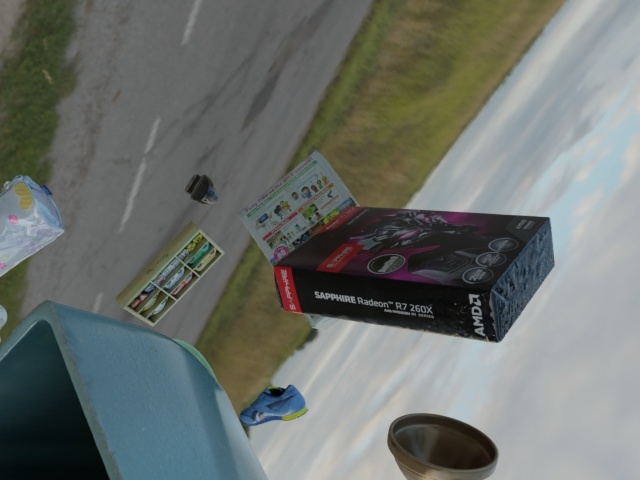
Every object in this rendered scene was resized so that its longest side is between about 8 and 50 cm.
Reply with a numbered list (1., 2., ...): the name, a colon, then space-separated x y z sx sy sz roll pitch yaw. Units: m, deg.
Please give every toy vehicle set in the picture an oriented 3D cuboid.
1. toy vehicle set: -0.372 0.086 2.047 0.267 0.035 0.166 -46 153 -4

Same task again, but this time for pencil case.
1. pencil case: -0.575 0.006 1.399 0.273 0.124 0.113 -36 -139 -2

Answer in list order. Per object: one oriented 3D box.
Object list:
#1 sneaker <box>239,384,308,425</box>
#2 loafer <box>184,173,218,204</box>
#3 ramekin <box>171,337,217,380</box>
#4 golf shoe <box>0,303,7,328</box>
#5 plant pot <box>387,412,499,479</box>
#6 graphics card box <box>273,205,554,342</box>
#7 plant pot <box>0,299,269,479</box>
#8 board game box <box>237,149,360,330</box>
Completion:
1. sneaker: -0.115 0.363 1.834 0.209 0.082 0.069 -21 -173 43
2. loafer: -0.247 -0.106 1.777 0.062 0.061 0.170 -57 -160 2
3. ramekin: -0.369 0.391 1.886 0.148 0.303 0.303 -21 -166 25
4. golf shoe: -0.476 0.132 1.134 0.198 0.093 0.077 -40 142 -78
5. plant pot: 0.251 0.472 1.744 0.237 0.237 0.110 -51 153 -73
6. graphics card box: 0.141 0.039 1.247 0.233 0.370 0.094 -38 125 -46
7. plant pot: -0.188 0.235 0.777 0.248 0.247 0.252 -43 150 21
8. board game box: 0.000 0.000 1.712 0.224 0.303 0.097 -37 161 8
